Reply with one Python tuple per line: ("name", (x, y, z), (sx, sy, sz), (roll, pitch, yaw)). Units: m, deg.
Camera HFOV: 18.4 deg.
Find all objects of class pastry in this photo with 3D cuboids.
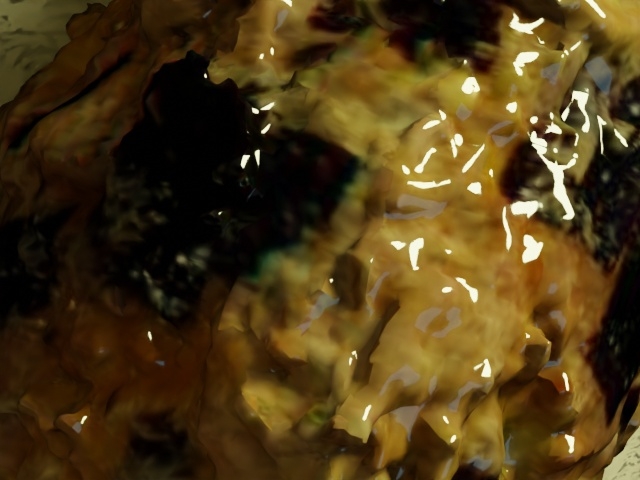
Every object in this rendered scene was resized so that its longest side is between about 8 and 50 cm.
("pastry", (0.000, 0.016, 0.875), (0.405, 0.337, 0.292), (-47, 137, 9))
